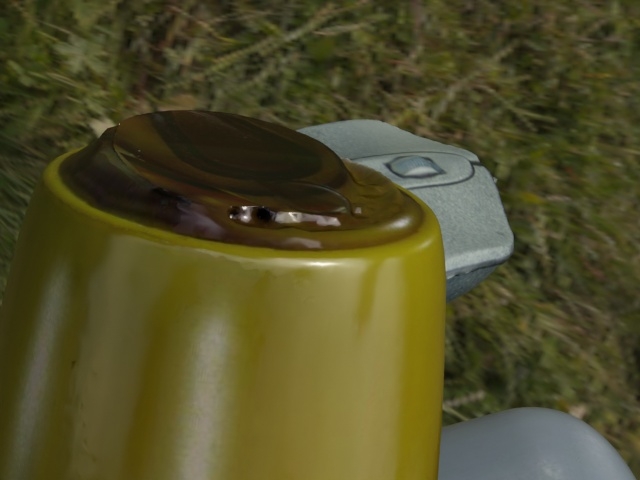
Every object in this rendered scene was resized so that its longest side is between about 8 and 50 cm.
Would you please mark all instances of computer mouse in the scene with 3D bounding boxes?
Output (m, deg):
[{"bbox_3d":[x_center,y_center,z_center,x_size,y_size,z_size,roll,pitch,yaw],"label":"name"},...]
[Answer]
[{"bbox_3d":[-0.001,-0.003,0.813,0.229,0.113,0.068,-26,147,-29],"label":"computer mouse"}]

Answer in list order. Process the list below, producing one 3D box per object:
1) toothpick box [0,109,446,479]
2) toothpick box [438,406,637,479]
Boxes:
[{"bbox_3d":[-0.042,0.097,0.638,0.175,0.175,0.271,2,109,-18],"label":"toothpick box"},{"bbox_3d":[0.050,0.225,0.942,0.355,0.263,0.263,-17,104,-1],"label":"toothpick box"}]
